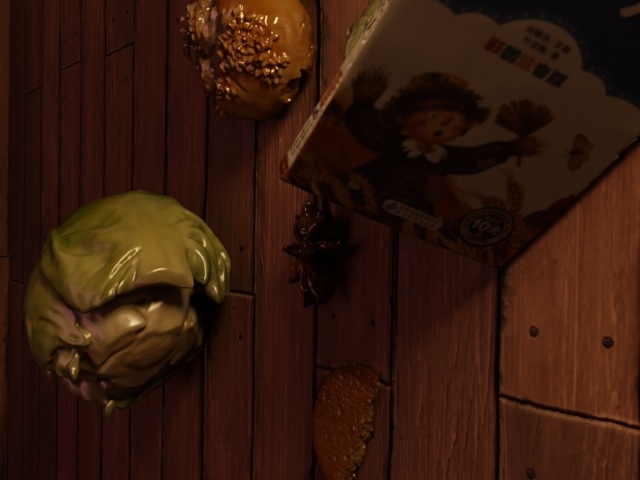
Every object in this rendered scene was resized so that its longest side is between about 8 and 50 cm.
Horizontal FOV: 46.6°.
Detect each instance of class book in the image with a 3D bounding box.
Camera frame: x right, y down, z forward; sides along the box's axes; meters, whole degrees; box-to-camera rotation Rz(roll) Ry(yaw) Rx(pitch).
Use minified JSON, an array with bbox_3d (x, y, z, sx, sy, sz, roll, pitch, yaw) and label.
[{"bbox_3d":[0.182,-0.155,0.724,0.428,0.300,0.039,-54,22,39],"label":"book"}]

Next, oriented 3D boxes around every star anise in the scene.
[{"bbox_3d":[-0.001,-0.002,1.130,0.234,0.073,0.177,110,150,-50],"label":"star anise"}]

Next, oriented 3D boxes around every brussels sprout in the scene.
[{"bbox_3d":[-0.393,0.089,1.436,0.425,0.342,0.361,-52,57,25],"label":"brussels sprout"}]

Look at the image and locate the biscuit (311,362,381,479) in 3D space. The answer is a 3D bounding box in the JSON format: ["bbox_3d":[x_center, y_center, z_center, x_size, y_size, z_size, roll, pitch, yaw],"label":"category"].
[{"bbox_3d":[0.033,0.271,1.132,0.126,0.025,0.206,37,118,46],"label":"biscuit"}]

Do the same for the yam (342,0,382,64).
[{"bbox_3d":[0.170,-0.241,0.811,0.271,0.201,0.202,-51,20,40],"label":"yam"}]

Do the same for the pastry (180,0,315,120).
[{"bbox_3d":[-0.137,-0.355,1.254,0.255,0.162,0.311,-44,57,42],"label":"pastry"}]
